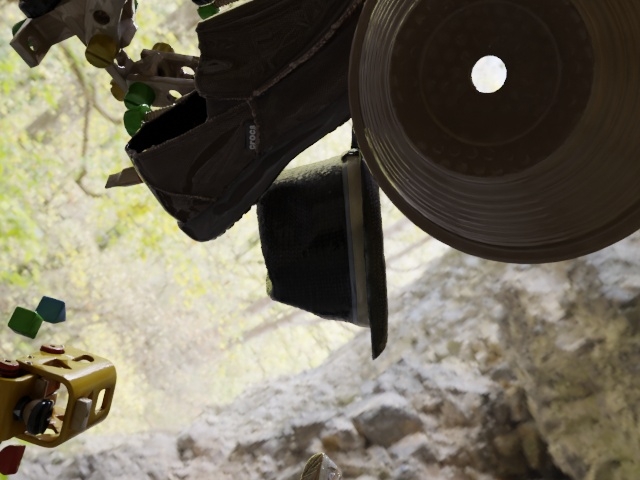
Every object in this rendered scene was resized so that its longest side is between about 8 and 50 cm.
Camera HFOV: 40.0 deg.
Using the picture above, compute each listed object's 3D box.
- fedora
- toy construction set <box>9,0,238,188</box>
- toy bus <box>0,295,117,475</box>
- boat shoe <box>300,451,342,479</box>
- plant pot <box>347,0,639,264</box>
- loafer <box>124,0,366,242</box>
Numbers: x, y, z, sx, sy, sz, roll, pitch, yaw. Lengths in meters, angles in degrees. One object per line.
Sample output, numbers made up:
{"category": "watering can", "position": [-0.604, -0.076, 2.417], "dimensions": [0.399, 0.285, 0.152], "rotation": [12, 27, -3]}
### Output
{"category": "fedora", "position": [0.000, 0.000, 1.121], "dimensions": [0.334, 0.152, 0.334], "rotation": [-5, 90, -88]}
{"category": "toy construction set", "position": [-0.252, -0.210, 1.078], "dimensions": [0.257, 0.237, 0.309], "rotation": [37, 44, -61]}
{"category": "toy bus", "position": [-0.318, 0.189, 1.028], "dimensions": [0.191, 0.104, 0.202], "rotation": [91, 18, -51]}
{"category": "boat shoe", "position": [-0.007, 0.392, 1.277], "dimensions": [0.059, 0.063, 0.170], "rotation": [38, 48, -17]}
{"category": "plant pot", "position": [0.115, -0.098, 0.528], "dimensions": [0.237, 0.237, 0.109], "rotation": [55, 24, 9]}
{"category": "loafer", "position": [-0.045, -0.141, 0.731], "dimensions": [0.130, 0.366, 0.134], "rotation": [34, 30, -21]}
